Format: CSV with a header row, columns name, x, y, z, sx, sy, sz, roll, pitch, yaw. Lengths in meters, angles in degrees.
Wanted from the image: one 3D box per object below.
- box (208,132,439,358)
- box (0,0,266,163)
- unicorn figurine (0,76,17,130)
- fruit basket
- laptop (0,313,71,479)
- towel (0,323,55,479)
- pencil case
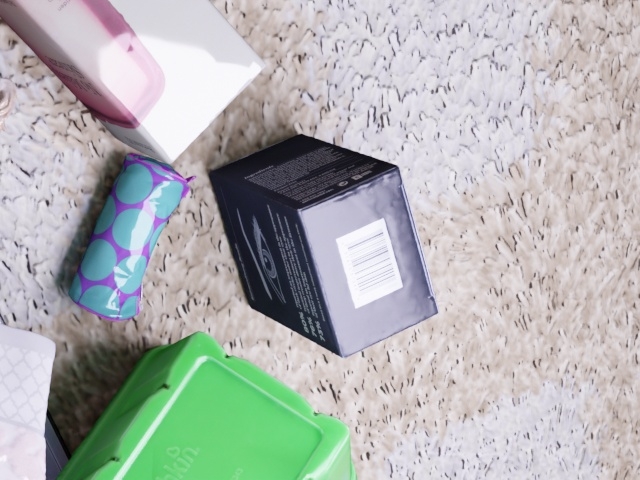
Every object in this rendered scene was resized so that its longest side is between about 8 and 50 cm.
name,x,y,z,sx,sy,sz,roll,pitch,yaw
box,0.000,0.000,1.691,0.108,0.207,0.153,-24,112,-20
box,-0.186,-0.197,1.586,0.127,0.148,0.232,-47,117,-9
unicorn figurine,-0.330,-0.150,1.584,0.162,0.060,0.111,36,84,-45
fruit basket,-0.133,0.308,1.686,0.283,0.392,0.392,33,86,2
laptop,-0.373,0.285,1.556,0.408,0.236,0.382,-29,114,-18
towel,-0.361,0.159,1.419,0.332,0.317,0.053,24,135,-27
pencil case,-0.175,-0.003,1.685,0.070,0.064,0.151,22,92,-13
